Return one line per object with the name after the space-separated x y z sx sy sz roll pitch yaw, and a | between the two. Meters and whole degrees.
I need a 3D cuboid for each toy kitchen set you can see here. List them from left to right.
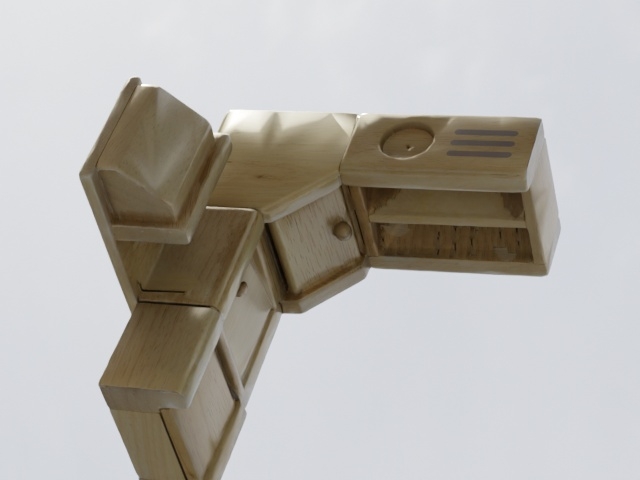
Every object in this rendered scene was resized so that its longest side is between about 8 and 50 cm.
0.000 0.000 0.373 0.075 0.083 0.068 3 -45 20 | toy kitchen set
